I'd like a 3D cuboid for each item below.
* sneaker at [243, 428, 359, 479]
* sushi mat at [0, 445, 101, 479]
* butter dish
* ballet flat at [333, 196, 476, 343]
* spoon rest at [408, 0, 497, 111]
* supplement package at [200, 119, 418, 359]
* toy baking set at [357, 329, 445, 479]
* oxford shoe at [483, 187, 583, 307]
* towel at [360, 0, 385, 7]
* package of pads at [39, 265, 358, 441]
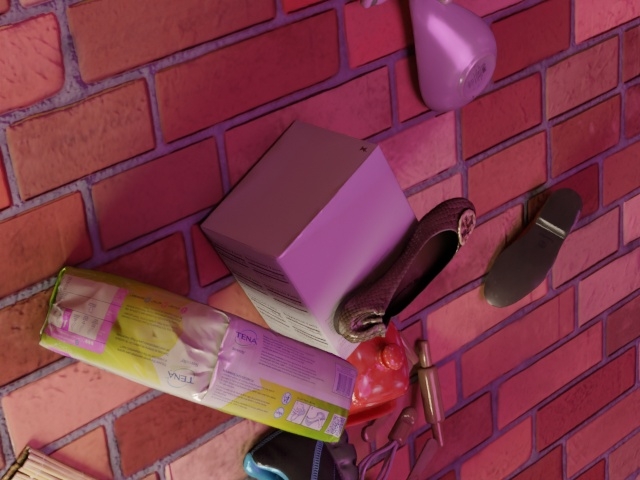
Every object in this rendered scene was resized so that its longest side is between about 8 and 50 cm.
[{"bbox_3d":[0.014,0.401,1.710,0.140,0.340,0.125,-16,158,-31],"label":"sneaker"},{"bbox_3d":[-0.285,0.364,1.572,0.316,0.019,0.151,39,79,-46],"label":"sushi mat"},{"bbox_3d":[0.062,0.161,1.726,0.160,0.118,0.159,-9,85,-43],"label":"butter dish"},{"bbox_3d":[0.116,0.039,1.580,0.250,0.058,0.084,-41,132,-26],"label":"ballet flat"},{"bbox_3d":[0.169,-0.267,1.699,0.137,0.084,0.276,-47,154,-11],"label":"spoon rest"},{"bbox_3d":[0.000,0.000,1.601,0.194,0.149,0.203,-49,134,-20],"label":"supplement package"},{"bbox_3d":[0.108,0.261,1.864,0.197,0.030,0.256,-21,103,-40],"label":"toy baking set"},{"bbox_3d":[0.326,0.017,1.991,0.212,0.076,0.076,-51,175,-2],"label":"oxford shoe"},{"bbox_3d":[0.186,-0.430,1.601,0.325,0.038,0.248,-34,161,-31],"label":"towel"},{"bbox_3d":[-0.138,0.119,1.411,0.229,0.297,0.101,26,79,-46],"label":"package of pads"}]
